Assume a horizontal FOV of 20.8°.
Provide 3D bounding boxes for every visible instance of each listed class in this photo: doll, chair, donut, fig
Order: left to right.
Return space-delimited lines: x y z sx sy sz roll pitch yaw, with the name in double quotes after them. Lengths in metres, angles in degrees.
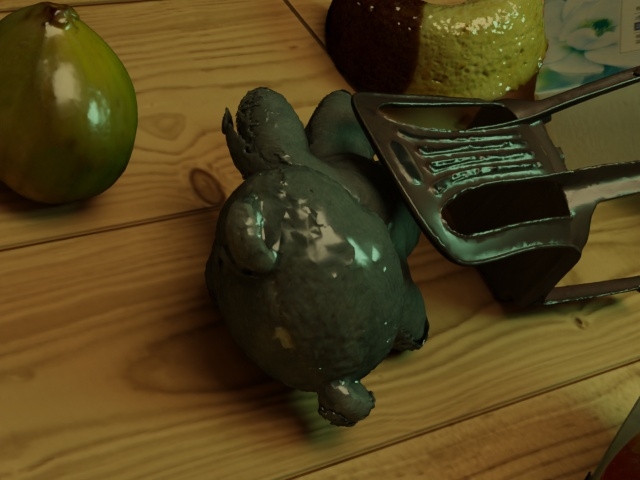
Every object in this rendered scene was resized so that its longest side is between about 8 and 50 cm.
-0.209 -0.101 1.336 0.153 0.121 0.136 59 33 -4 "fig"
-0.007 0.004 1.366 0.245 0.158 0.340 57 16 -19 "doll"
0.106 -0.202 1.642 0.217 0.085 0.141 10 43 8 "donut"
0.153 -0.036 1.465 0.327 0.183 0.175 -11 60 -31 "chair"

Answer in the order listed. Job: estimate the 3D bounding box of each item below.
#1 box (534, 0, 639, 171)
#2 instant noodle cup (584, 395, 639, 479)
0.355 -0.179 1.696 0.274 0.116 0.203 -8 36 19 "box"
0.338 0.161 1.330 0.200 0.264 0.264 34 36 13 "instant noodle cup"
